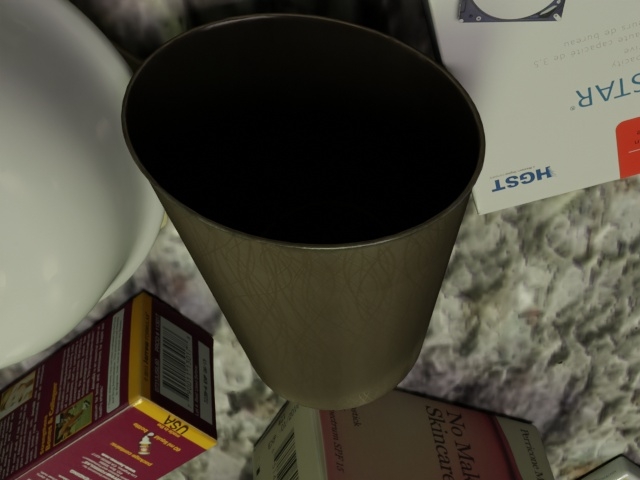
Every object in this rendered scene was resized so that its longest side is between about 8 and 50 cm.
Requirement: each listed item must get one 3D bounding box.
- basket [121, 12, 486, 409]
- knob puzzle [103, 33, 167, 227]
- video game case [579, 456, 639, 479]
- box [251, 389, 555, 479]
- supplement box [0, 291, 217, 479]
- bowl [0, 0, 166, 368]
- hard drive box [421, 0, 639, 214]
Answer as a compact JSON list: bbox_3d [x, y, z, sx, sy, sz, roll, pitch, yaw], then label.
[{"bbox_3d":[0.000,0.000,0.638,0.204,0.154,0.227,21,151,21],"label":"basket"},{"bbox_3d":[-0.179,-0.050,0.667,0.213,0.030,0.213,-4,133,-4],"label":"knob puzzle"},{"bbox_3d":[0.292,0.320,1.071,0.227,0.026,0.206,34,120,-32],"label":"video game case"},{"bbox_3d":[0.074,0.223,0.869,0.232,0.148,0.127,16,127,-22],"label":"box"},{"bbox_3d":[-0.173,0.139,0.790,0.188,0.104,0.081,-34,128,22],"label":"supplement box"},{"bbox_3d":[-0.245,-0.016,0.590,0.298,0.134,0.298,2,128,2],"label":"bowl"},{"bbox_3d":[0.148,-0.145,0.583,0.181,0.089,0.232,-15,133,7],"label":"hard drive box"}]
